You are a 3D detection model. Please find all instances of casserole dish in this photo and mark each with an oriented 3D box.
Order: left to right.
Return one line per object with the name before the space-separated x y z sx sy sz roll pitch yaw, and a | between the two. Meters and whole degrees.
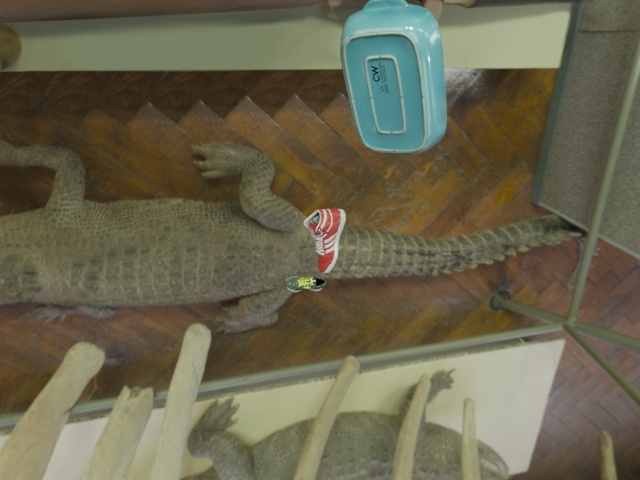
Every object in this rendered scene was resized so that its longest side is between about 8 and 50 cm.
casserole dish | 0.079 -0.169 0.527 0.114 0.037 0.188 7 134 27

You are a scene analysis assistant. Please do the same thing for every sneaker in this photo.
sneaker | -0.027 0.080 0.908 0.083 0.031 0.035 1 158 -30
sneaker | 0.000 0.000 0.812 0.067 0.042 0.118 3 104 -39
